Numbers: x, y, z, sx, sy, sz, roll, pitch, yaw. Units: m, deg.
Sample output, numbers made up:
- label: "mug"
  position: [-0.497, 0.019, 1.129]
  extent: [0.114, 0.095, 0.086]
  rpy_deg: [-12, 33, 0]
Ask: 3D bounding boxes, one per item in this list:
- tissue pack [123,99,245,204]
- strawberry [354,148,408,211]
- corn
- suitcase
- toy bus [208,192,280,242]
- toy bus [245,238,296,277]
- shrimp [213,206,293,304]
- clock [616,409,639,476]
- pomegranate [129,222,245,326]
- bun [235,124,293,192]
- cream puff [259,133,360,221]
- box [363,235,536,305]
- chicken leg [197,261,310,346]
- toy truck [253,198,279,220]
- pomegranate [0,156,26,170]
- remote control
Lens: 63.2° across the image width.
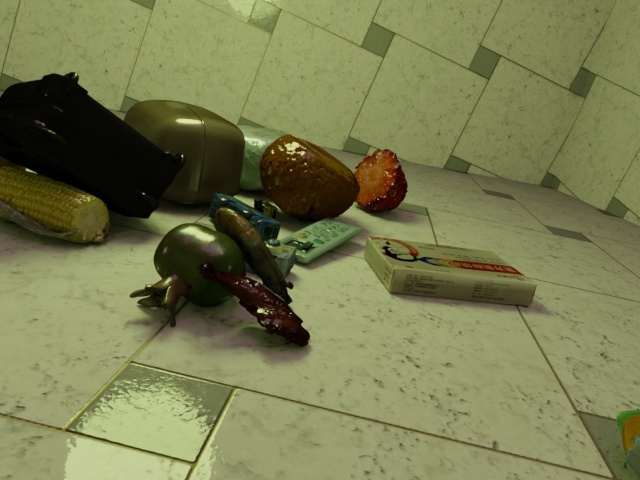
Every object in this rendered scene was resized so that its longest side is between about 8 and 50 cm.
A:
- label: "tissue pack"
  position: [-0.416, -0.260, 1.488]
  extent: [0.277, 0.267, 0.387]
  rpy_deg: [1, 21, -40]
- label: "strawberry"
  position: [0.231, -0.187, 1.797]
  extent: [0.178, 0.233, 0.234]
  rpy_deg: [23, 8, -36]
- label: "corn"
  position: [-0.583, -0.073, 1.077]
  extent: [0.306, 0.122, 0.123]
  rpy_deg: [18, -18, 13]
- label: "suitcase"
  position: [-0.531, -0.202, 1.158]
  extent: [0.340, 0.188, 0.345]
  rpy_deg: [12, -17, 41]
- label: "toy bus"
  position: [-0.193, -0.055, 1.299]
  extent: [0.094, 0.079, 0.237]
  rpy_deg: [-3, 22, -42]
- label: "toy bus"
  position: [-0.150, 0.028, 1.094]
  extent: [0.191, 0.064, 0.075]
  rpy_deg: [12, 23, 2]
- label: "shrimp"
  position: [-0.132, 0.035, 0.973]
  extent: [0.051, 0.217, 0.150]
  rpy_deg: [-37, 5, -32]
- label: "clock"
  position: [0.494, 0.276, 0.648]
  extent: [0.144, 0.103, 0.231]
  rpy_deg: [-15, 29, -38]
- label: "pomegranate"
  position: [-0.219, 0.060, 0.873]
  extent: [0.152, 0.131, 0.191]
  rpy_deg: [23, 44, 11]
- label: "bun"
  position: [-0.217, -0.279, 1.769]
  extent: [0.363, 0.211, 0.362]
  rpy_deg: [9, 20, -3]
- label: "cream puff"
  position: [-0.045, -0.168, 1.497]
  extent: [0.303, 0.212, 0.303]
  rpy_deg: [35, 14, -10]
- label: "box"
  position: [0.300, 0.071, 1.243]
  extent: [0.354, 0.069, 0.214]
  rpy_deg: [5, 18, -13]
- label: "chicken leg"
  position: [-0.101, 0.100, 0.827]
  extent: [0.205, 0.053, 0.093]
  rpy_deg: [33, 10, 6]
- label: "toy truck"
  position: [-0.154, -0.083, 1.463]
  extent: [0.054, 0.048, 0.083]
  rpy_deg: [3, 18, -29]
- label: "pomegranate"
  position: [-0.814, -0.209, 1.225]
  extent: [0.216, 0.215, 0.215]
  rpy_deg: [10, 17, -3]
- label: "remote control"
  position: [0.000, -0.001, 1.300]
  extent: [0.103, 0.051, 0.293]
  rpy_deg: [19, 23, 25]
